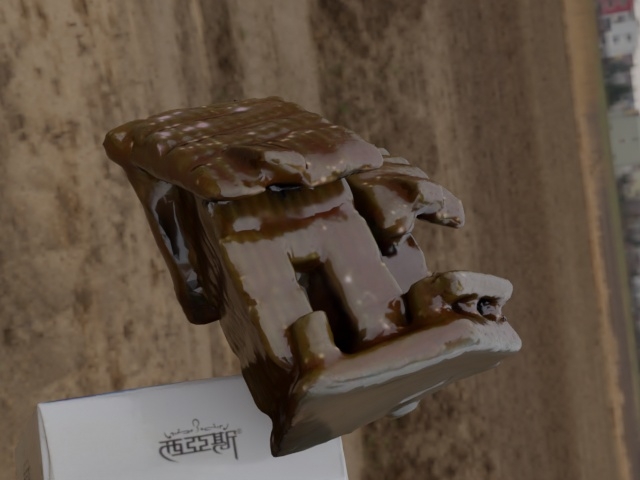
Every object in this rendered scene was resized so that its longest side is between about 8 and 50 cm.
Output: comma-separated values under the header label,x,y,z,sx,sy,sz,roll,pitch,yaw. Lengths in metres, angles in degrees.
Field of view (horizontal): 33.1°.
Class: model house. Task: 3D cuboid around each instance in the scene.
label,x,y,z,sx,sy,sz,roll,pitch,yaw
model house,0.001,0.001,0.667,0.229,0.199,0.219,61,-27,12

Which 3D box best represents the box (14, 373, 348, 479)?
label,x,y,z,sx,sy,sz,roll,pitch,yaw
box,-0.118,0.180,0.814,0.274,0.203,0.116,137,-54,-66
